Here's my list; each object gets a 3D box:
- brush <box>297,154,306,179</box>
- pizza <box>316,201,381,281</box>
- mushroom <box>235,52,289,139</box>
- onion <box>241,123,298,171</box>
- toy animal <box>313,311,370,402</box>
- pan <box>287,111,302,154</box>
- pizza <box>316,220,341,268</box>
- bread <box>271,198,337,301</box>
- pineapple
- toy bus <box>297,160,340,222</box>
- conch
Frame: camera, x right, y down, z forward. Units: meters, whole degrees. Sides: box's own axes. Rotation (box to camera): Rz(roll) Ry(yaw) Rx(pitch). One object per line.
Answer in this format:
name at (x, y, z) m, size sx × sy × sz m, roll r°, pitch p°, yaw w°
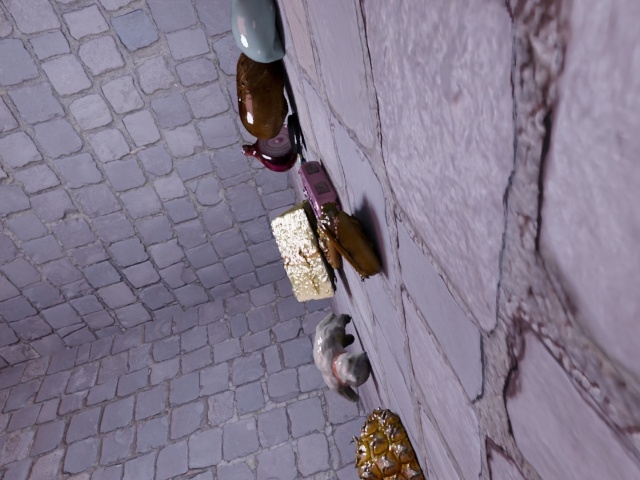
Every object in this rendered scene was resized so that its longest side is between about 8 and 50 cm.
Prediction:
brush at (-0.067, -0.298, 1.521) m, size 0.033 × 0.030 × 0.179 m, roll -100°, pitch 6°, yaw -56°
pizza at (0.052, -0.005, 0.776) m, size 0.147 × 0.069 × 0.226 m, roll 51°, pitch 180°, yaw 1°
mushroom at (-0.188, -0.462, 1.365) m, size 0.278 × 0.163 × 0.297 m, roll 83°, pitch 176°, yaw -63°
onion at (-0.191, -0.341, 1.650) m, size 0.140 × 0.218 × 0.195 m, roll 79°, pitch 180°, yaw -66°
toy animal at (0.094, 0.411, 1.652) m, size 0.308 × 0.266 × 0.188 m, roll -61°, pitch -5°, yaw -29°
pan at (-0.094, -0.369, 1.440) m, size 0.235 × 0.028 × 0.136 m, roll -112°, pitch 15°, yaw -57°
pizza at (0.017, -0.013, 1.412) m, size 0.185 × 0.052 × 0.195 m, roll 80°, pitch 172°, yaw -47°
bread at (0.000, 0.000, 1.639) m, size 0.405 × 0.242 × 0.346 m, roll -30°, pitch -84°, yaw -52°
pineapple at (0.154, 0.555, 1.196) m, size 0.334 × 0.158 × 0.161 m, roll -179°, pitch 71°, yaw -87°
toy bus at (-0.002, -0.118, 1.067) m, size 0.203 × 0.063 × 0.090 m, roll -114°, pitch 10°, yaw -48°
conch at (-0.154, -0.539, 1.071) m, size 0.221 × 0.121 × 0.185 m, roll 64°, pitch -143°, yaw -80°
